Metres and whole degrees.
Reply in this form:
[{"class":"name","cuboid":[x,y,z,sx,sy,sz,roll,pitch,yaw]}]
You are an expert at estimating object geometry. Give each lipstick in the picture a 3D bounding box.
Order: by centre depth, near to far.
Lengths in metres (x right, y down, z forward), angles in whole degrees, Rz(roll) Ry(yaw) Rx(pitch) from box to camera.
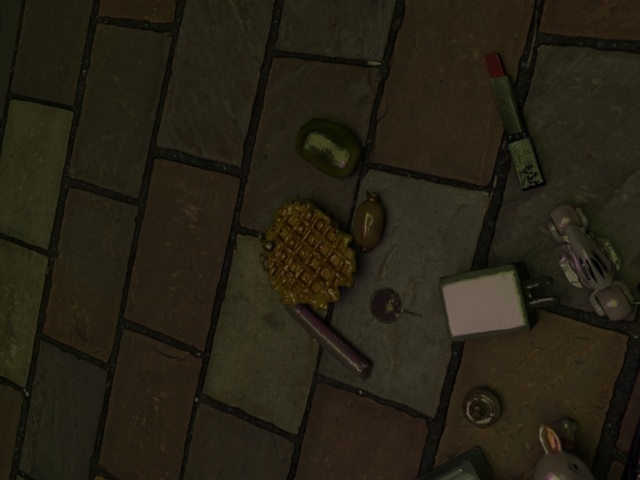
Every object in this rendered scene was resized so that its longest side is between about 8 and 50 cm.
[{"class":"lipstick","cuboid":[0.407,-0.261,1.314,0.051,0.051,0.312,-18,81,27]}]

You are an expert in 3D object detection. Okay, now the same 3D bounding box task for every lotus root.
[{"class":"lotus root","cuboid":[0.115,-0.044,1.456,0.073,0.062,0.150,9,95,27]}]

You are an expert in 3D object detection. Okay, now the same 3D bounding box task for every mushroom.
[{"class":"mushroom","cuboid":[0.342,0.361,1.328,0.085,0.079,0.085,-1,88,30]}]

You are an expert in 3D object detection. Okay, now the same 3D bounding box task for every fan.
[{"class":"fan","cuboid":[0.176,0.160,1.456,0.133,0.005,0.085,15,96,27]}]

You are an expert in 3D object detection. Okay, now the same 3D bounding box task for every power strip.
[{"class":"power strip","cuboid":[0.376,0.120,1.280,0.224,0.140,0.139,-14,83,25]}]

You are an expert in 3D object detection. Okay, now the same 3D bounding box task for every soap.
[{"class":"soap","cuboid":[0.265,0.532,1.345,0.198,0.119,0.066,-37,76,22]}]

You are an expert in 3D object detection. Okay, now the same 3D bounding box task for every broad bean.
[{"class":"broad bean","cuboid":[0.019,-0.227,1.503,0.174,0.082,0.124,24,101,15]}]

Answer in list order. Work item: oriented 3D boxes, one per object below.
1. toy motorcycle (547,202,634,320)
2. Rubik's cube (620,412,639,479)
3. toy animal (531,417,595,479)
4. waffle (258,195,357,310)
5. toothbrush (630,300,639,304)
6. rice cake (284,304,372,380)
[{"class":"toy motorcycle","cuboid":[0.526,0.039,1.215,0.112,0.112,0.254,-32,70,23]},{"class":"Rubik's cube","cuboid":[0.681,0.423,1.001,0.363,0.359,0.362,15,98,26]},{"class":"toy animal","cuboid":[0.463,0.467,1.168,0.138,0.140,0.282,8,63,42]},{"class":"waffle","cuboid":[-0.029,0.033,1.503,0.262,0.060,0.280,-8,80,28]},{"class":"toothbrush","cuboid":[0.670,0.112,1.199,0.219,0.016,0.019,-7,78,28]},{"class":"rice cake","cuboid":[0.018,0.238,1.512,0.270,0.049,0.055,41,93,23]}]
